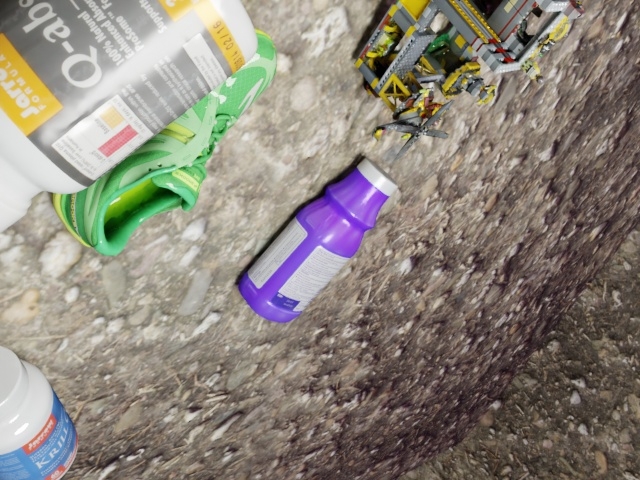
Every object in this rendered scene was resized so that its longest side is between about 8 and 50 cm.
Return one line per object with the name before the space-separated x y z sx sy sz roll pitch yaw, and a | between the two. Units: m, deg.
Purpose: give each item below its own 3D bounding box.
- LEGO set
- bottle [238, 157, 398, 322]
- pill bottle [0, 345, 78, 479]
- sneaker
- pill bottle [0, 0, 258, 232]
LEGO set | 0.207 -0.235 0.855 0.255 0.192 0.331 -13 153 -48
bottle | 0.000 0.000 1.099 0.283 0.092 0.118 -49 151 14
pill bottle | -0.392 0.225 0.912 0.124 0.124 0.221 -28 149 -21
sneaker | -0.146 -0.096 0.764 0.295 0.123 0.109 -44 150 5
pill bottle | -0.203 -0.140 0.598 0.278 0.162 0.162 -39 151 -4
